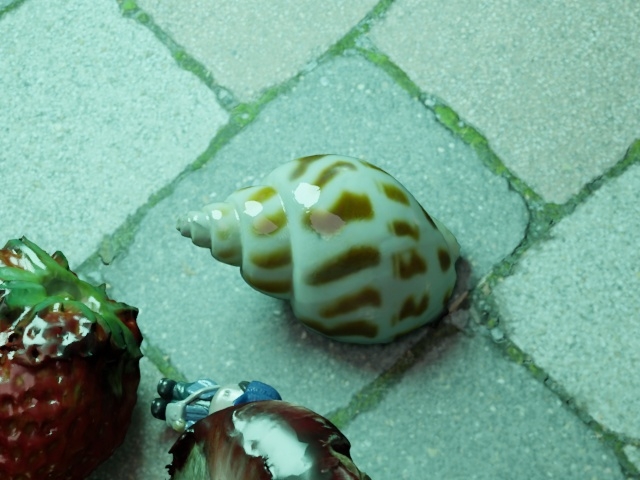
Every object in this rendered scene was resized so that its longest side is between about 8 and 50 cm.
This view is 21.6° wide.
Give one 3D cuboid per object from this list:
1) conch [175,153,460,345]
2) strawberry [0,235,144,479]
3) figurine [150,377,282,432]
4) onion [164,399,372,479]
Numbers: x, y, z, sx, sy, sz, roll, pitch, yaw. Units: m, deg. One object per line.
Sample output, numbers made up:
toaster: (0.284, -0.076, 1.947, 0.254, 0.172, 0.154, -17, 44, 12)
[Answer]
conch: (0.000, 0.000, 1.690, 0.274, 0.149, 0.183, -3, 61, 10)
strawberry: (-0.315, 0.159, 1.654, 0.238, 0.250, 0.288, 37, 104, 19)
figurine: (-0.100, 0.175, 1.690, 0.136, 0.079, 0.077, 2, 67, 40)
onion: (-0.019, 0.276, 1.549, 0.195, 0.272, 0.272, -9, 53, -40)
